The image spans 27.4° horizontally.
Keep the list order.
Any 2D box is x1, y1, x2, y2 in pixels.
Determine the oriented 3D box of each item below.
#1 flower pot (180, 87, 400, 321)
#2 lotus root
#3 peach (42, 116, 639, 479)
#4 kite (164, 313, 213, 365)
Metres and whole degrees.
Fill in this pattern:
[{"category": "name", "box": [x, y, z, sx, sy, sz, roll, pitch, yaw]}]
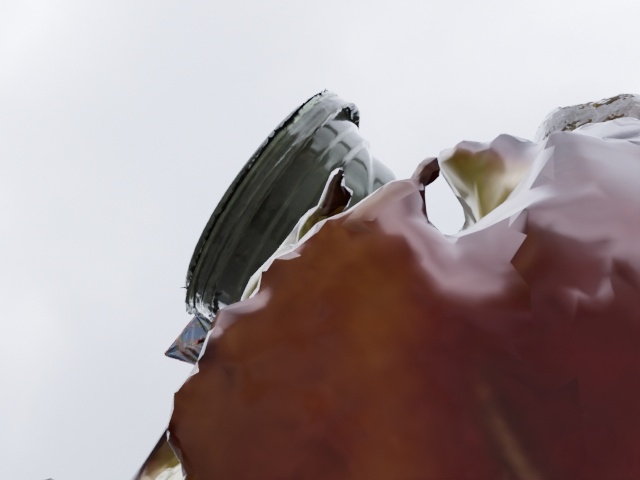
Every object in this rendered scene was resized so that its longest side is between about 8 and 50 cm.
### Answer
[{"category": "flower pot", "box": [0.000, 0.000, 1.120, 0.140, 0.235, 0.235, 35, -52, 8]}, {"category": "lotus root", "box": [0.217, -0.051, 1.007, 0.122, 0.081, 0.112, -11, -38, 20]}, {"category": "peach", "box": [0.016, 0.148, 0.469, 0.417, 0.339, 0.353, -9, -88, 14]}, {"category": "kite", "box": [-0.088, 0.099, 1.385, 0.159, 0.190, 0.010, -16, -47, -8]}]
